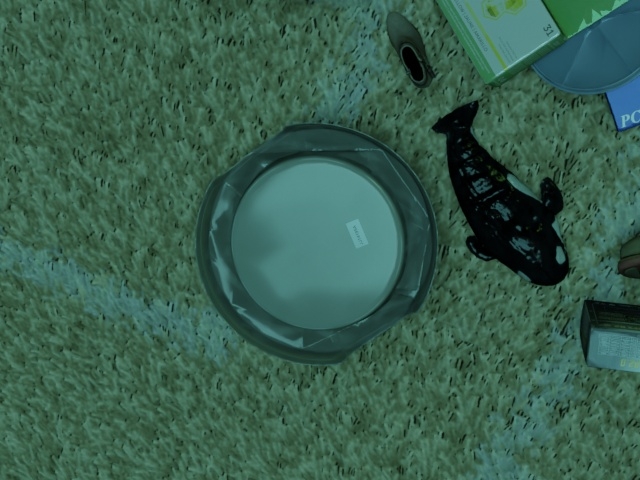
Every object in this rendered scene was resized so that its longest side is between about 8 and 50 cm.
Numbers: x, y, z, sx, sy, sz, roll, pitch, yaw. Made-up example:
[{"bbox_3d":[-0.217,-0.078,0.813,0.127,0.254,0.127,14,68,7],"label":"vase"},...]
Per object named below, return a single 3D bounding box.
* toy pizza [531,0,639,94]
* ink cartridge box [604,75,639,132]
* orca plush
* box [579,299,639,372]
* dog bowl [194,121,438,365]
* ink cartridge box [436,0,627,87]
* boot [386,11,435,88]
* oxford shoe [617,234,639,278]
[{"bbox_3d":[0.371,-0.294,1.593,0.201,0.032,0.201,-4,82,26],"label":"toy pizza"},{"bbox_3d":[0.490,-0.228,1.602,0.207,0.046,0.097,-19,94,13],"label":"ink cartridge box"},{"bbox_3d":[0.257,-0.057,1.641,0.151,0.102,0.287,-18,95,12],"label":"orca plush"},{"bbox_3d":[0.473,0.136,1.594,0.231,0.183,0.056,5,100,8],"label":"box"},{"bbox_3d":[0.000,0.000,1.695,0.349,0.102,0.349,2,100,9],"label":"dog bowl"},{"bbox_3d":[0.286,-0.340,1.584,0.235,0.056,0.171,-33,76,21],"label":"ink cartridge box"},{"bbox_3d":[0.122,-0.266,1.638,0.042,0.087,0.118,-31,93,14],"label":"boot"},{"bbox_3d":[0.565,-0.044,1.603,0.348,0.123,0.130,-20,69,13],"label":"oxford shoe"}]
